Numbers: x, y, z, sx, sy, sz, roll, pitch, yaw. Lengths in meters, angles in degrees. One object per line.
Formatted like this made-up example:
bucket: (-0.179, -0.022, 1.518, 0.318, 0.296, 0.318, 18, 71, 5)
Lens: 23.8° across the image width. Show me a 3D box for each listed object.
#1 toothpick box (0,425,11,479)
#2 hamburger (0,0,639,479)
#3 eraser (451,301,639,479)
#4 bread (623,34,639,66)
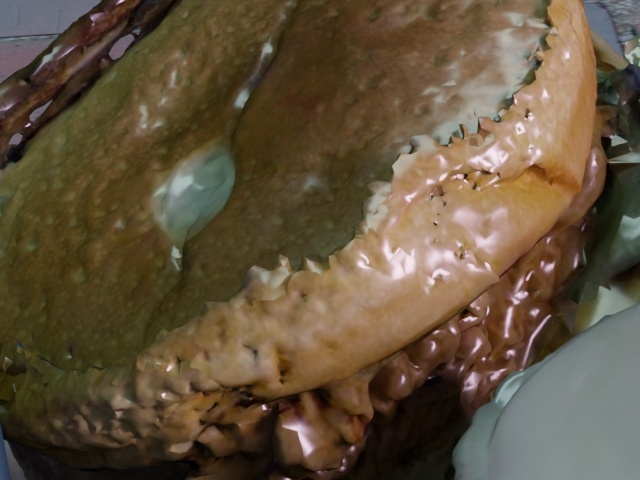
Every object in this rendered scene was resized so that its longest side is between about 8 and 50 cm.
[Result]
toothpick box: (-0.157, 0.110, 0.503, 0.120, 0.184, 0.120, -8, 20, 3)
hamburger: (0.000, 0.000, 0.616, 0.318, 0.195, 0.277, -36, 41, -5)
eraser: (0.157, 0.115, 0.390, 0.331, 0.150, 0.331, -30, 23, 14)
bread: (0.315, -0.048, 0.758, 0.314, 0.171, 0.192, 17, 21, 30)
